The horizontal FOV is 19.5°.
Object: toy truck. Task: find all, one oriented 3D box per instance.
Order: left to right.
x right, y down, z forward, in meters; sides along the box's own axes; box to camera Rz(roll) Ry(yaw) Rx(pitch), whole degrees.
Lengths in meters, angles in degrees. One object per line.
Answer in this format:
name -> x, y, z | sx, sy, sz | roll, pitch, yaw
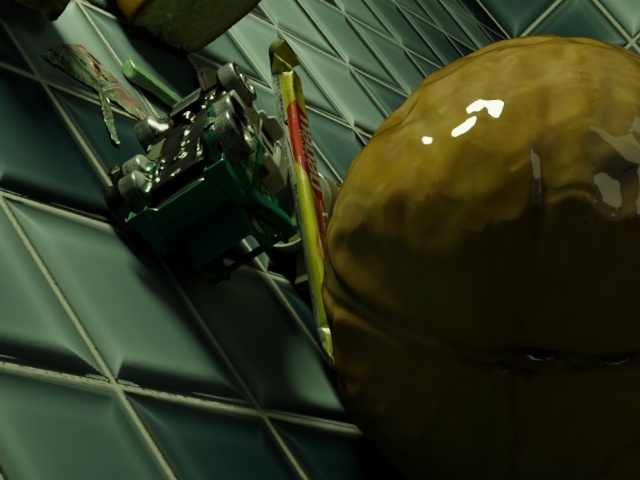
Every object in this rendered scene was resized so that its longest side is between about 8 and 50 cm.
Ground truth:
toy truck -> -0.078, -0.042, 1.391 | 0.116, 0.110, 0.216 | 55, 12, -16

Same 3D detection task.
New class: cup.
cup -> 0.005, -0.006, 1.552 | 0.099, 0.074, 0.102 | 24, 27, -54

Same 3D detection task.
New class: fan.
fan -> -0.096, -0.099, 1.632 | 0.193, 0.016, 0.038 | 38, 15, -25

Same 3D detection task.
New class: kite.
kite -> -0.172, -0.116, 1.504 | 0.137, 0.005, 0.152 | 31, 22, -41

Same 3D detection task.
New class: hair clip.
hair clip -> -0.071, -0.109, 1.709 | 0.054, 0.022, 0.137 | 21, 26, -55

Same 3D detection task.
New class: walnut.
walnut -> 0.157, 0.022, 1.400 | 0.308, 0.354, 0.398 | 19, 14, 10

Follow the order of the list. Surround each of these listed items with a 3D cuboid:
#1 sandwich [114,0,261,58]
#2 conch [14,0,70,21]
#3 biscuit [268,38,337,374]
sandwich -> -0.159, -0.291, 1.757 | 0.122, 0.128, 0.236 | 37, 17, -55
conch -> -0.239, -0.250, 1.451 | 0.187, 0.124, 0.181 | 46, 17, -30
biscuit -> -0.010, -0.025, 1.475 | 0.048, 0.026, 0.292 | 42, 34, -61
